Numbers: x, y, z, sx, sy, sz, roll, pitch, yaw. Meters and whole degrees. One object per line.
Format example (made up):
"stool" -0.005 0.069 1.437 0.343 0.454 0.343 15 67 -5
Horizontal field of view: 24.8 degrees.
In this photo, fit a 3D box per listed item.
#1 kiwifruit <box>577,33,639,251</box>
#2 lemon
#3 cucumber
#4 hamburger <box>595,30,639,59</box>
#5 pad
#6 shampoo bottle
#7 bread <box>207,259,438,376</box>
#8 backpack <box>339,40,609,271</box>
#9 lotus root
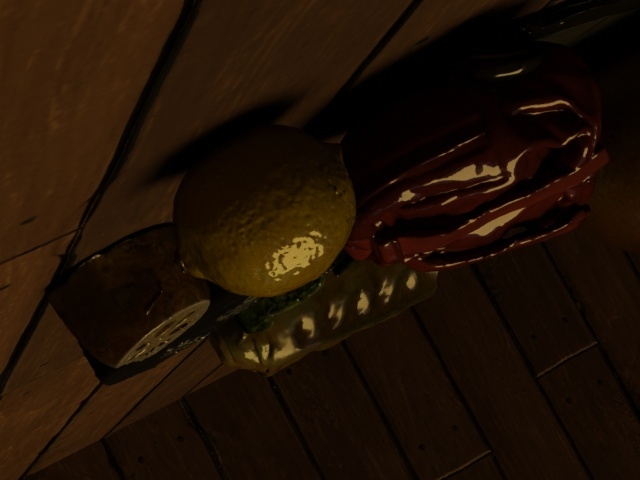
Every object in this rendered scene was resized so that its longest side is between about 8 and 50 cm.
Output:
"kiwifruit" 0.301 -0.088 1.271 0.234 0.196 0.196 -29 174 25
"lemon" -0.038 -0.018 0.939 0.133 0.109 0.109 -36 173 7
"cucumber" 0.000 0.000 1.378 0.193 0.085 0.115 -32 177 -24
"hamburger" 0.342 -0.161 1.454 0.231 0.106 0.231 -30 180 0
"pad" 0.192 -0.161 1.192 0.233 0.022 0.174 -22 172 -35
"shampoo bottle" -0.090 0.032 1.296 0.309 0.071 0.098 -36 167 38
"bread" -0.006 0.052 1.557 0.268 0.130 0.152 -23 135 -37
"backpack" 0.097 -0.053 1.068 0.229 0.138 0.229 -21 171 -4
"lotus root" -0.141 0.041 1.138 0.112 0.081 0.122 -38 172 13
